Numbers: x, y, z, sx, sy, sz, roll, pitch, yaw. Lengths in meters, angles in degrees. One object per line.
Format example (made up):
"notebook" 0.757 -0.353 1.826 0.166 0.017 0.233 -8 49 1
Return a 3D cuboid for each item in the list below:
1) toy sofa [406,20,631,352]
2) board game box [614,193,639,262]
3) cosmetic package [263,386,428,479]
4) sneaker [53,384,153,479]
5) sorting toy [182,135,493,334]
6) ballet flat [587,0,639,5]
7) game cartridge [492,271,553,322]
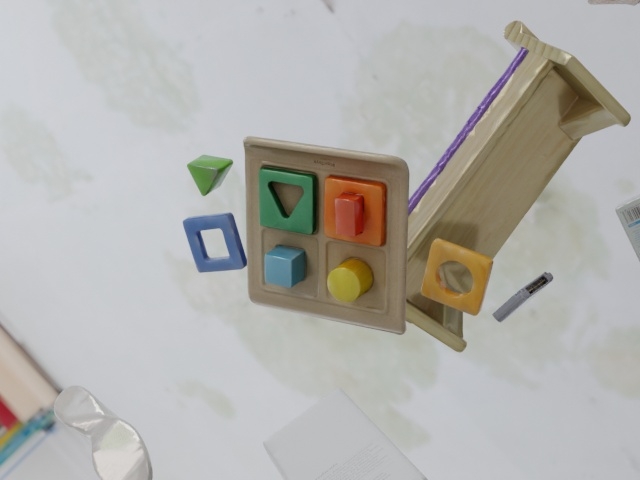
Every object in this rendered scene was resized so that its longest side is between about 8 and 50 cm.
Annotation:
"toy sofa" 0.175 -0.069 1.456 0.150 0.362 0.177 33 4 -40
"board game box" 0.603 0.040 1.828 0.224 0.097 0.303 -25 -93 15
"cosmetic package" 0.081 0.399 1.794 0.230 0.161 0.453 55 -6 -16
"sneaker" -0.288 0.287 1.739 0.212 0.080 0.094 42 -8 38
"sorting toy" 0.000 0.000 1.230 0.347 0.047 0.196 10 -64 25
"ballet flat" 0.467 -0.369 1.612 0.106 0.107 0.316 41 -27 -5
"game cartridge" 0.230 0.066 1.412 0.017 0.083 0.056 53 -53 9
